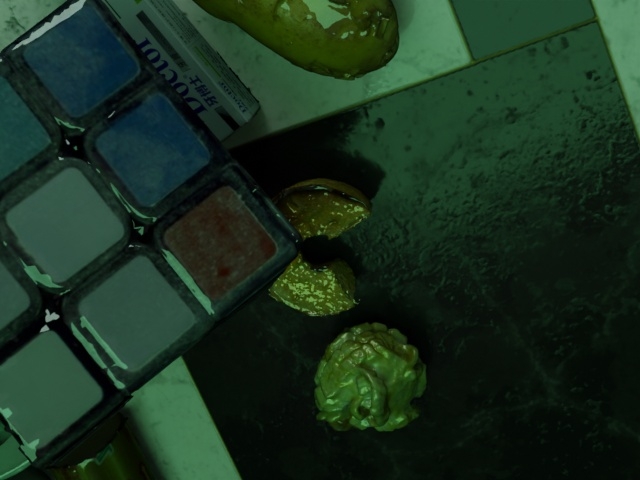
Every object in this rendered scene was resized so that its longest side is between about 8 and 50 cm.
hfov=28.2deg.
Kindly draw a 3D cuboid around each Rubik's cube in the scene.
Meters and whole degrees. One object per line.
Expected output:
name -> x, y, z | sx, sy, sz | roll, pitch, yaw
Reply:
Rubik's cube -> -0.270, -0.002, 1.371 | 0.363, 0.359, 0.362 | -40, 89, -13

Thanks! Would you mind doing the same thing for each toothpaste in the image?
toothpaste -> -0.210, -0.255, 1.495 | 0.081, 0.067, 0.336 | -35, 102, 25

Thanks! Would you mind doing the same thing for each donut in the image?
donut -> -0.011, -0.001, 1.559 | 0.146, 0.078, 0.181 | 11, 120, 7

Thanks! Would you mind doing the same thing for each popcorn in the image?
popcorn -> 0.063, 0.172, 1.596 | 0.141, 0.162, 0.135 | -3, 77, -12

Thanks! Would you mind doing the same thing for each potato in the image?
potato -> -0.040, -0.292, 1.405 | 0.300, 0.140, 0.173 | 33, 122, 3

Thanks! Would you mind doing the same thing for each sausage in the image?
sausage -> -0.261, 0.393, 1.742 | 0.125, 0.117, 0.317 | -28, 108, -16

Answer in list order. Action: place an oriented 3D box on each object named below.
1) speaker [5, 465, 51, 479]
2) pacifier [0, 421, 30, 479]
speaker -> -0.507, 0.457, 1.763 | 0.184, 0.183, 0.406 | 28, 116, 22
pacifier -> -0.486, 0.153, 1.587 | 0.343, 0.269, 0.288 | 37, 87, 24
